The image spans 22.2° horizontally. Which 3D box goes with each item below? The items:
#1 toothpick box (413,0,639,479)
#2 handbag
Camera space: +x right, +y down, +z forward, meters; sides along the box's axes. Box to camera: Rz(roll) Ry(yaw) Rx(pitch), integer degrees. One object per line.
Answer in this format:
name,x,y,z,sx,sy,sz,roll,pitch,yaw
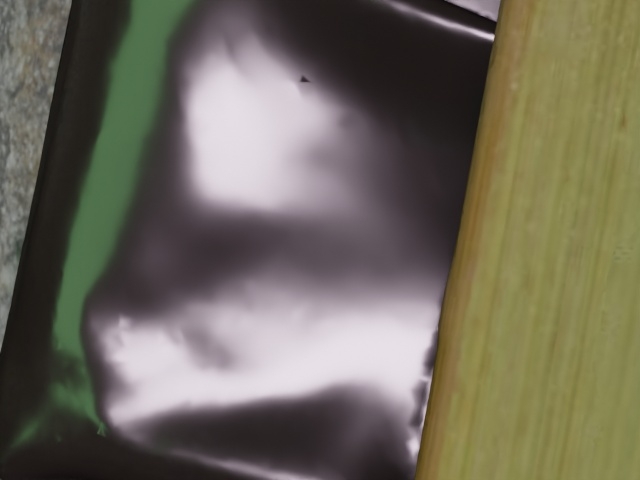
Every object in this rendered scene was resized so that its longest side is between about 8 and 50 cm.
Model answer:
toothpick box,0.136,0.009,0.500,0.190,0.187,0.308,11,91,36
handbag,0.000,0.000,0.682,0.257,0.113,0.285,17,100,18
